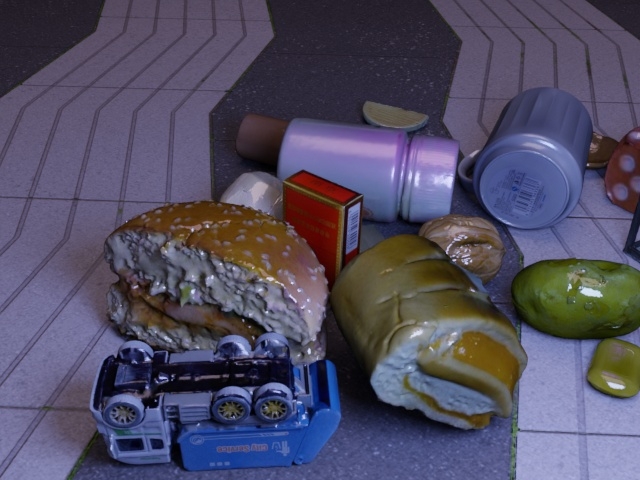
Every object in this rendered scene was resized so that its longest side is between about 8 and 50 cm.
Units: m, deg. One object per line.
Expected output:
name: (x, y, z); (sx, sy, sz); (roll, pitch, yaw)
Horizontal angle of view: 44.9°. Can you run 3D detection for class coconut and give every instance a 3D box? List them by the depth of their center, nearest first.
coconut: (-0.146, -0.058, 1.663); (0.161, 0.161, 0.162); (20, 59, 26)

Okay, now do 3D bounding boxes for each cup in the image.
cup: (0.462, -0.182, 1.820); (0.322, 0.237, 0.327); (-15, 24, 33)

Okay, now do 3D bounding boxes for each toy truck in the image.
toy truck: (-0.155, 0.252, 1.191); (0.367, 0.175, 0.146); (-1, 33, -3)

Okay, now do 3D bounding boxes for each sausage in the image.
sausage: (-0.084, -0.243, 1.970); (0.252, 0.123, 0.123); (16, 37, 19)

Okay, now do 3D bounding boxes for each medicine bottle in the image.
medicine bottle: (0.110, -0.154, 1.751); (0.388, 0.219, 0.219); (7, 35, 10)

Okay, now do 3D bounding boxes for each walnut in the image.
walnut: (0.283, 0.023, 1.559); (0.184, 0.155, 0.155); (0, 34, -6)

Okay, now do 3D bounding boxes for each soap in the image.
soap: (0.520, 0.224, 1.357); (0.089, 0.045, 0.140); (15, 37, 24)

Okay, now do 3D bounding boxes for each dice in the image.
dice: (0.791, -0.163, 1.817); (0.174, 0.179, 0.175); (-22, 38, -30)

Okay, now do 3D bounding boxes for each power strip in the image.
power strip: (0.108, 0.014, 1.675); (0.076, 0.028, 0.169); (-10, 37, -15)

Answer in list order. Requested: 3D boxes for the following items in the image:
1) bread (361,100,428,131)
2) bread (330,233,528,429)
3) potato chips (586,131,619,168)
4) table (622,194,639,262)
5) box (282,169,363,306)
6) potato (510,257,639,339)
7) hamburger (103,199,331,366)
bread: (0.199, -0.336, 2.188); (0.193, 0.036, 0.112); (15, 41, 14)
bread: (0.175, 0.124, 1.276); (0.300, 0.210, 0.341); (32, 15, -28)
potato chips: (0.677, -0.233, 2.018); (0.208, 0.062, 0.195); (-3, 40, -8)
table: (0.857, -0.075, 1.602); (0.335, 0.272, 0.222); (-16, 37, -23)
box: (0.001, -0.001, 1.506); (0.153, 0.240, 0.074); (22, 37, 28)
potato: (0.478, 0.107, 1.419); (0.253, 0.149, 0.186); (-4, -7, 32)
hamburger: (-0.159, 0.061, 1.407); (0.445, 0.268, 0.287); (14, 32, 20)
